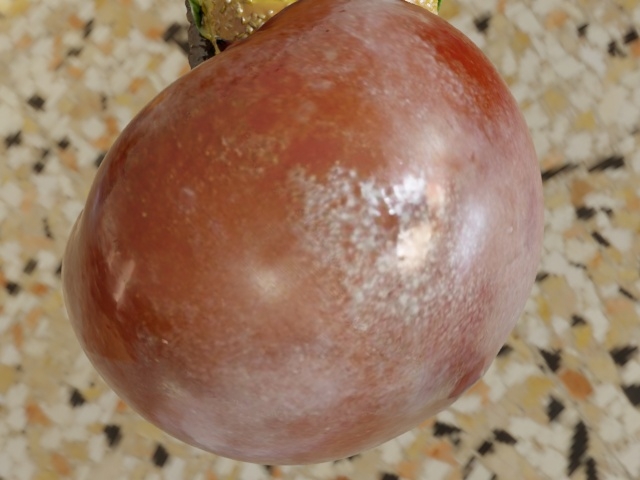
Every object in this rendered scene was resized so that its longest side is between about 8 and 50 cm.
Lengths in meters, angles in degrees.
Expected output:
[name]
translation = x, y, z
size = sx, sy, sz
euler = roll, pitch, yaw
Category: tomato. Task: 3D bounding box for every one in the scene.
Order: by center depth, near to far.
[tomato]
translation = 0.000, 0.000, 0.965
size = 0.270, 0.270, 0.227
euler = -45, 85, 2

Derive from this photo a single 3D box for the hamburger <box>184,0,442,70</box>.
[hamburger]
translation = -0.003, -0.158, 1.101
size = 0.166, 0.087, 0.137
euler = -2, 86, -15
